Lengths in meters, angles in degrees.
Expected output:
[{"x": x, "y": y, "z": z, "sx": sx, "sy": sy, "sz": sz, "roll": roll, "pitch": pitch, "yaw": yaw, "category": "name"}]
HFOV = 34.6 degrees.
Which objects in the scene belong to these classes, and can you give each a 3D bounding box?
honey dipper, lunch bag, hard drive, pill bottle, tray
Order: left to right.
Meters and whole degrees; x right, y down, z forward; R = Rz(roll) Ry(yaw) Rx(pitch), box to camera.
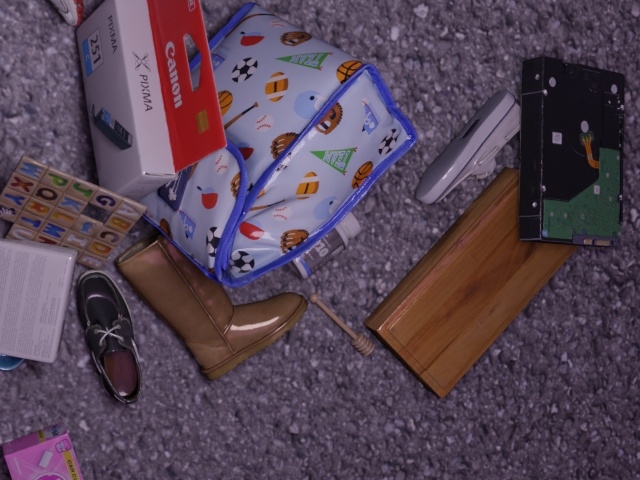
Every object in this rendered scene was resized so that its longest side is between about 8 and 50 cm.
[{"x": -0.108, "y": -0.144, "z": 1.602, "sx": 0.385, "sy": 0.328, "sz": 0.239, "roll": -47, "pitch": 137, "yaw": -5, "category": "lunch bag"}, {"x": 0.000, "y": 0.000, "z": 1.821, "sx": 0.137, "sy": 0.078, "sz": 0.078, "roll": -38, "pitch": 110, "yaw": -12, "category": "pill bottle"}, {"x": 0.036, "y": 0.153, "z": 1.888, "sx": 0.161, "sy": 0.030, "sz": 0.030, "roll": 43, "pitch": 83, "yaw": -19, "category": "honey dipper"}, {"x": 0.294, "y": 0.080, "z": 1.951, "sx": 0.411, "sy": 0.076, "sz": 0.203, "roll": -47, "pitch": 112, "yaw": -9, "category": "tray"}, {"x": 0.474, "y": -0.160, "z": 1.931, "sx": 0.237, "sy": 0.064, "sz": 0.339, "roll": 3, "pitch": 86, "yaw": -36, "category": "hard drive"}]

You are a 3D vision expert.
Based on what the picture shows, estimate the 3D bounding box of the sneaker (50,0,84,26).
[{"x": -0.450, "y": -0.423, "z": 1.586, "sx": 0.093, "sy": 0.088, "sz": 0.225, "roll": -35, "pitch": 110, "yaw": 8, "category": "sneaker"}]

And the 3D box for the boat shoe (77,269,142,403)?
[{"x": -0.347, "y": 0.161, "z": 1.715, "sx": 0.084, "sy": 0.079, "sz": 0.233, "roll": -16, "pitch": 103, "yaw": -16, "category": "boat shoe"}]

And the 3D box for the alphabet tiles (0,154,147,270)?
[{"x": -0.409, "y": -0.027, "z": 1.602, "sx": 0.198, "sy": 0.237, "sz": 0.009, "roll": 23, "pitch": 48, "yaw": -22, "category": "alphabet tiles"}]

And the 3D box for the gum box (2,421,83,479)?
[{"x": -0.452, "y": 0.416, "z": 1.724, "sx": 0.107, "sy": 0.062, "sz": 0.188, "roll": -18, "pitch": 105, "yaw": -17, "category": "gum box"}]

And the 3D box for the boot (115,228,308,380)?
[{"x": -0.179, "y": 0.078, "z": 1.761, "sx": 0.236, "sy": 0.089, "sz": 0.269, "roll": -36, "pitch": 108, "yaw": -12, "category": "boot"}]

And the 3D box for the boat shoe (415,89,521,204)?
[{"x": 0.285, "y": -0.156, "z": 1.901, "sx": 0.088, "sy": 0.096, "sz": 0.267, "roll": 44, "pitch": 74, "yaw": -17, "category": "boat shoe"}]

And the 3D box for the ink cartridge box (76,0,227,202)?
[{"x": -0.262, "y": -0.234, "z": 1.533, "sx": 0.066, "sy": 0.261, "sz": 0.296, "roll": -1, "pitch": 75, "yaw": -41, "category": "ink cartridge box"}]

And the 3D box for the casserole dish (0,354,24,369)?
[{"x": -0.502, "y": 0.121, "z": 1.670, "sx": 0.114, "sy": 0.037, "sz": 0.188, "roll": 36, "pitch": 84, "yaw": -22, "category": "casserole dish"}]

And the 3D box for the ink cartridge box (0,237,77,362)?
[{"x": -0.512, "y": 0.083, "z": 1.621, "sx": 0.225, "sy": 0.056, "sz": 0.181, "roll": 12, "pitch": 98, "yaw": -4, "category": "ink cartridge box"}]
